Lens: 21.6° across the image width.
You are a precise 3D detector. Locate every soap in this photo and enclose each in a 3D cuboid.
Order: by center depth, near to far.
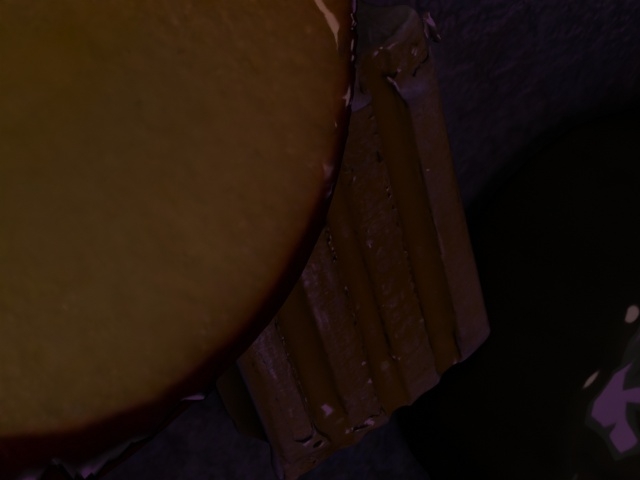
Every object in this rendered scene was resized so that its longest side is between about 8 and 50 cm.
[{"bbox_3d":[0.000,0.000,0.960,0.173,0.089,0.274,-37,139,-18],"label":"soap"}]

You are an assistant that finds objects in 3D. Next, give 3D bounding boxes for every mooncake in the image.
[{"bbox_3d":[0.240,0.084,1.177,0.356,0.194,0.356,-25,135,-28],"label":"mooncake"}]

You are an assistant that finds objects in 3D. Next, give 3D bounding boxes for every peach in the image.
[{"bbox_3d":[-0.143,-0.028,0.719,0.258,0.201,0.361,49,62,-7],"label":"peach"}]
